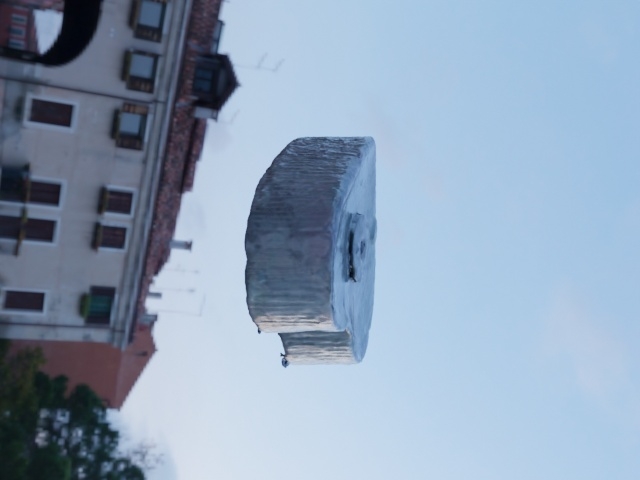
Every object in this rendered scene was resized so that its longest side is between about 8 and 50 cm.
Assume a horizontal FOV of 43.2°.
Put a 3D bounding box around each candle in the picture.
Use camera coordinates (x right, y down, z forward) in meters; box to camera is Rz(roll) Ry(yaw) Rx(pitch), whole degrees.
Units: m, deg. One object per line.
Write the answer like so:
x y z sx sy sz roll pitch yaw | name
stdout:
0.000 0.000 0.580 0.192 0.068 0.169 65 29 -67 | candle
